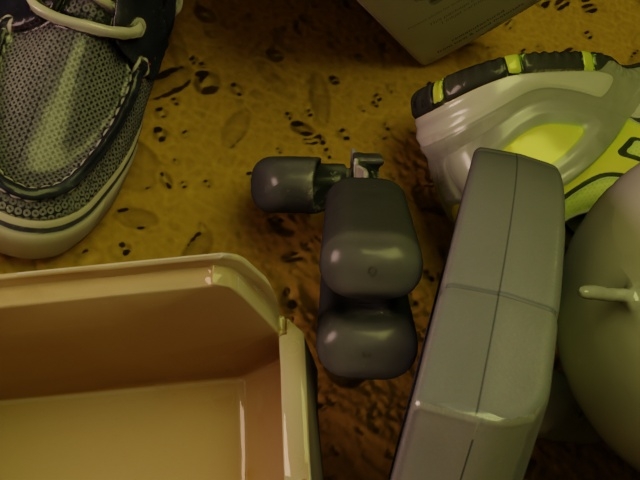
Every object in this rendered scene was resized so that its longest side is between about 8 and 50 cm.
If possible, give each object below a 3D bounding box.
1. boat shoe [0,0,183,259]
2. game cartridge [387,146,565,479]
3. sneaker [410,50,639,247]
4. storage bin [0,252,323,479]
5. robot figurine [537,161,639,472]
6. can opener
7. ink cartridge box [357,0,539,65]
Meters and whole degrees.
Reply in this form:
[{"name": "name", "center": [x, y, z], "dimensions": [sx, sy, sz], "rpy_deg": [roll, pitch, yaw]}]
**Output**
[{"name": "boat shoe", "center": [-0.145, -0.166, 0.645], "dimensions": [0.127, 0.158, 0.340], "rpy_deg": [15, 57, -15]}, {"name": "game cartridge", "center": [0.072, 0.066, 0.520], "dimensions": [0.060, 0.196, 0.294], "rpy_deg": [11, 25, 8]}, {"name": "sneaker", "center": [0.242, -0.059, 0.788], "dimensions": [0.385, 0.145, 0.147], "rpy_deg": [-7, 86, -24]}, {"name": "storage bin", "center": [-0.130, 0.157, 0.432], "dimensions": [0.260, 0.123, 0.262], "rpy_deg": [-6, 61, 5]}, {"name": "robot figurine", "center": [0.256, 0.059, 0.608], "dimensions": [0.353, 0.300, 0.199], "rpy_deg": [31, 37, -57]}, {"name": "can opener", "center": [0.000, 0.000, 0.583], "dimensions": [0.095, 0.283, 0.076], "rpy_deg": [3, 102, 1]}, {"name": "ink cartridge box", "center": [0.035, -0.270, 0.714], "dimensions": [0.283, 0.117, 0.207], "rpy_deg": [22, 42, -64]}]
